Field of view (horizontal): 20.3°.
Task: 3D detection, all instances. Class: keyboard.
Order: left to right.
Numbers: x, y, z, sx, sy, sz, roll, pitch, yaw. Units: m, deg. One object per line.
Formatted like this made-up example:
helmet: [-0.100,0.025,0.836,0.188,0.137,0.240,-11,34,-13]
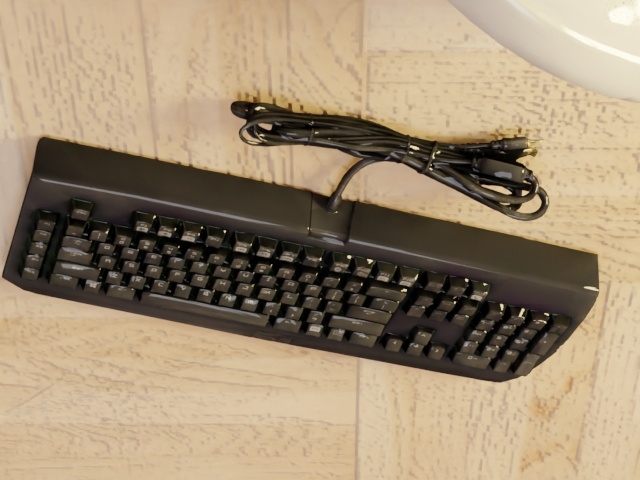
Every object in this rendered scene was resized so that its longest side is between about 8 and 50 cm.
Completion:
keyboard: [0.000,0.000,0.959,0.317,0.033,0.201,11,138,-13]

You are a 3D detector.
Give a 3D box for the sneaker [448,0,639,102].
sneaker: [0.104,-0.171,0.697,0.292,0.108,0.169,30,135,-28]
